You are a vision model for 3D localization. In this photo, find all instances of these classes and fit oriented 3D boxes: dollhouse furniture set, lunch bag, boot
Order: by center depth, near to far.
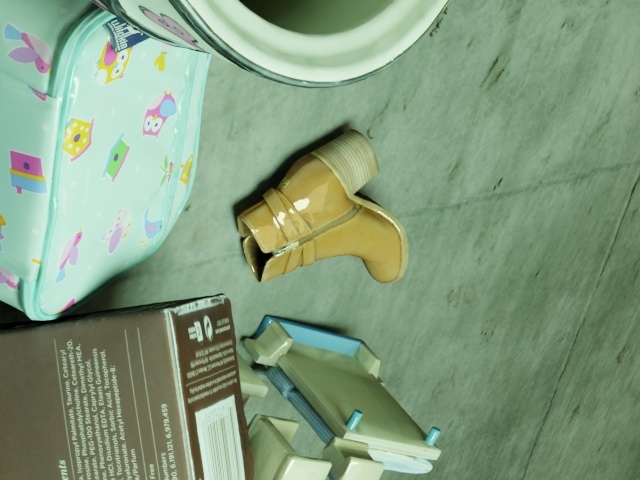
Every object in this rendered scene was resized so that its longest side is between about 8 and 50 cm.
[{"bbox_3d":[-0.171,-0.094,1.121,0.224,0.108,0.279,-35,148,-52],"label":"lunch bag"},{"bbox_3d":[-0.024,0.229,1.440,0.303,0.286,0.198,16,110,-39],"label":"dollhouse furniture set"},{"bbox_3d":[0.000,0.000,1.452,0.152,0.073,0.197,-38,130,-19],"label":"boot"}]

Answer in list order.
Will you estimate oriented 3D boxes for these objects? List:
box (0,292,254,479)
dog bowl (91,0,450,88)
[{"bbox_3d":[-0.179,0.141,1.190,0.168,0.203,0.167,-10,92,-78],"label":"box"},{"bbox_3d":[-0.048,-0.307,0.967,0.408,0.150,0.408,-11,105,-50],"label":"dog bowl"}]
